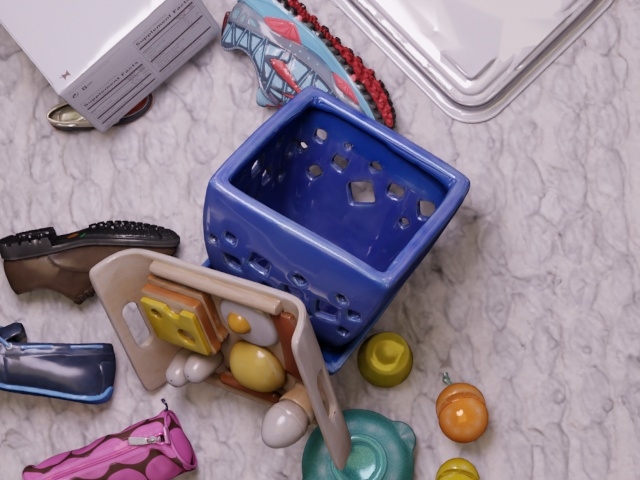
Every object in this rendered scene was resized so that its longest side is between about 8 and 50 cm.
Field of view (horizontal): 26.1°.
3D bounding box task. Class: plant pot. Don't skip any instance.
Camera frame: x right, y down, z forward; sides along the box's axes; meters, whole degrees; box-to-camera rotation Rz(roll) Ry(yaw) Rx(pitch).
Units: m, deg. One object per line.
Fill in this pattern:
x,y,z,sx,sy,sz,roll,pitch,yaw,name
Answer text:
0.000,0.000,1.592,0.236,0.236,0.212,32,133,9,plant pot

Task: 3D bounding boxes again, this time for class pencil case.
-0.261,0.276,1.684,0.209,0.098,0.095,-25,82,6,pencil case

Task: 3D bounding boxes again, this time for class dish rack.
0.171,-0.343,1.697,0.285,0.072,0.333,-44,82,1,dish rack

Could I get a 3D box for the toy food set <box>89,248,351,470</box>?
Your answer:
-0.115,0.140,1.569,0.306,0.220,0.092,16,52,33,toy food set

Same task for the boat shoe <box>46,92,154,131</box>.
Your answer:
-0.281,-0.169,1.756,0.137,0.043,0.049,-12,81,5,boat shoe

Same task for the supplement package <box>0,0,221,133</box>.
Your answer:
-0.291,-0.307,1.694,0.204,0.145,0.262,-41,71,0,supplement package

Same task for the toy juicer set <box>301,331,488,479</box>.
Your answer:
0.076,0.287,1.641,0.209,0.089,0.329,29,78,6,toy juicer set

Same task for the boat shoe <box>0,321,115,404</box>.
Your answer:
-0.383,0.144,1.724,0.258,0.109,0.089,11,79,-7,boat shoe

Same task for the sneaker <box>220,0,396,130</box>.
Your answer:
-0.018,-0.201,1.710,0.262,0.104,0.125,47,109,13,sneaker

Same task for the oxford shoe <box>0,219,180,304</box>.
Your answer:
-0.283,0.028,1.730,0.227,0.083,0.096,-7,103,8,oxford shoe
